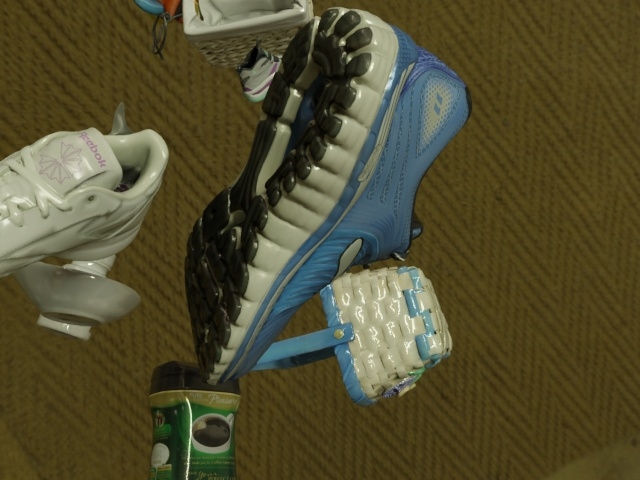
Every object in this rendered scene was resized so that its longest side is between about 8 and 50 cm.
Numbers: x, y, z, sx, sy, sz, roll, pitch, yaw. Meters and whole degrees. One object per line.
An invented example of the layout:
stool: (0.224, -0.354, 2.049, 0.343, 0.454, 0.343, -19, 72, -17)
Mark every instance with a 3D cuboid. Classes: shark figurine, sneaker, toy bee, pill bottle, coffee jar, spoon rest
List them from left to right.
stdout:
sneaker: (-0.253, -0.035, 0.538, 0.114, 0.305, 0.152, 53, 127, 8)
spoon rest: (-0.355, 0.050, 0.806, 0.276, 0.137, 0.084, 5, 70, -2)
pill bottle: (-0.604, 0.127, 1.675, 0.131, 0.131, 0.229, 22, 71, -15)
shark figurine: (-0.560, -0.201, 1.591, 0.116, 0.166, 0.278, 50, 125, 12)
toy bee: (-0.242, -0.428, 1.164, 0.162, 0.195, 0.298, 0, 79, -36)
coffee jar: (-0.131, 0.218, 0.688, 0.096, 0.079, 0.184, 16, 62, -38)
sneaker: (-0.058, -0.217, 0.805, 0.098, 0.038, 0.069, -36, 135, -13)
sneaker: (0.000, 0.000, 0.503, 0.147, 0.130, 0.330, 11, 131, -32)

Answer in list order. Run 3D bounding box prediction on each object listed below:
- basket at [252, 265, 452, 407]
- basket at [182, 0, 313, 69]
basket: (0.039, 0.147, 0.990, 0.289, 0.255, 0.201, -14, 79, 15)
basket: (-0.091, -0.309, 0.907, 0.167, 0.103, 0.113, -7, 70, 10)
